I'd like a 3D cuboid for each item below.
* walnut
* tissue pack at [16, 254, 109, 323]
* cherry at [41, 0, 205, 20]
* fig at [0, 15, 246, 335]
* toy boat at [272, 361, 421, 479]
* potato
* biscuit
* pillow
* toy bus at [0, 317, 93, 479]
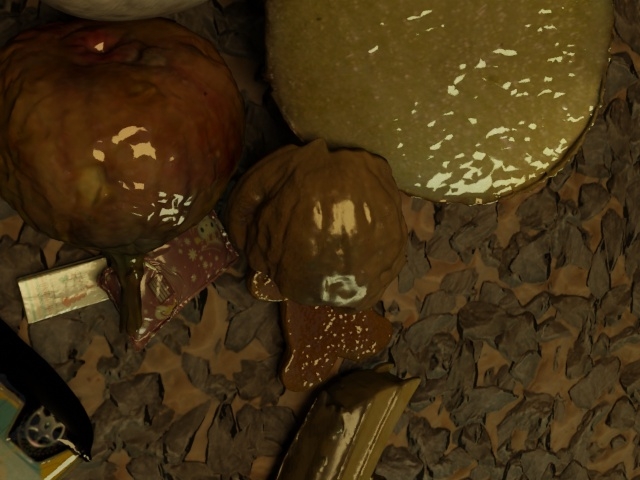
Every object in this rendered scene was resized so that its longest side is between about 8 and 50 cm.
[{"bbox_3d":[0.010,-0.004,1.238,0.238,0.141,0.204,28,130,-27],"label":"walnut"},{"bbox_3d":[-0.302,0.057,1.242,0.108,0.023,0.056,-16,110,-24],"label":"tissue pack"},{"bbox_3d":[-0.192,-0.361,1.032,0.335,0.291,0.326,45,41,-42],"label":"cherry"},{"bbox_3d":[-0.230,-0.053,1.142,0.286,0.286,0.368,-8,124,-26],"label":"fig"},{"bbox_3d":[0.013,0.375,1.434,0.162,0.136,0.445,23,90,-36],"label":"toy boat"},{"bbox_3d":[0.135,-0.290,1.243,0.385,0.319,0.442,-6,131,12],"label":"potato"},{"bbox_3d":[-0.006,0.041,1.382,0.197,0.049,0.301,-23,113,-20],"label":"biscuit"},{"bbox_3d":[-0.186,0.036,1.286,0.185,0.043,0.118,-42,123,-25],"label":"pillow"},{"bbox_3d":[-0.424,0.142,1.126,0.162,0.171,0.386,-40,119,-2],"label":"toy bus"}]
